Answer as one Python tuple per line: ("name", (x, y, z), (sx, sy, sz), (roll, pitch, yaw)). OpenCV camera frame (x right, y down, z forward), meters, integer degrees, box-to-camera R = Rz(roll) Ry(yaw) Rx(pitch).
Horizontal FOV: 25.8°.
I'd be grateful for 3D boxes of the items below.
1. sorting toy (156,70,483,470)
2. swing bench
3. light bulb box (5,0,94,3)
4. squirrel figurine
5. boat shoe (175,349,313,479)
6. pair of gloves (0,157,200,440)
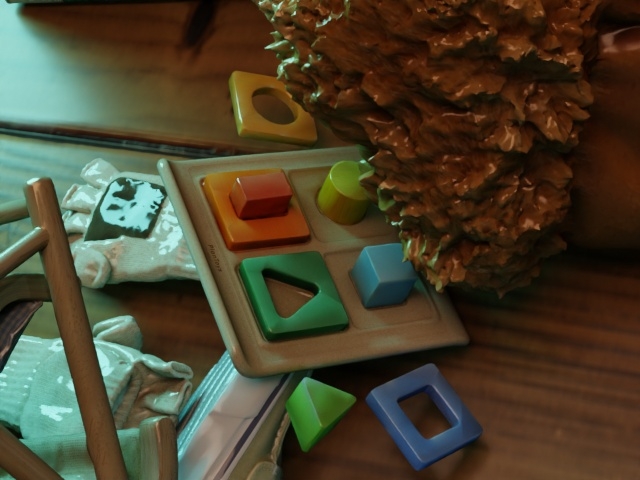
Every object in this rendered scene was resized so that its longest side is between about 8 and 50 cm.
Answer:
("sorting toy", (0.000, 0.000, 0.977), (0.196, 0.047, 0.347), (-4, 55, -31))
("swing bench", (-0.241, 0.124, 0.891), (0.253, 0.254, 0.165), (-11, 22, 41))
("light bulb box", (-0.108, -0.405, 1.168), (0.361, 0.225, 0.357), (0, 64, 13))
("squirrel figurine", (0.172, -0.153, 0.870), (0.397, 0.370, 0.281), (-27, 60, -8))
("boat shoe", (-0.074, 0.185, 0.945), (0.094, 0.109, 0.302), (33, 70, -10))
("pair of gloves", (-0.154, 0.049, 1.027), (0.204, 0.042, 0.240), (15, 65, 36))
